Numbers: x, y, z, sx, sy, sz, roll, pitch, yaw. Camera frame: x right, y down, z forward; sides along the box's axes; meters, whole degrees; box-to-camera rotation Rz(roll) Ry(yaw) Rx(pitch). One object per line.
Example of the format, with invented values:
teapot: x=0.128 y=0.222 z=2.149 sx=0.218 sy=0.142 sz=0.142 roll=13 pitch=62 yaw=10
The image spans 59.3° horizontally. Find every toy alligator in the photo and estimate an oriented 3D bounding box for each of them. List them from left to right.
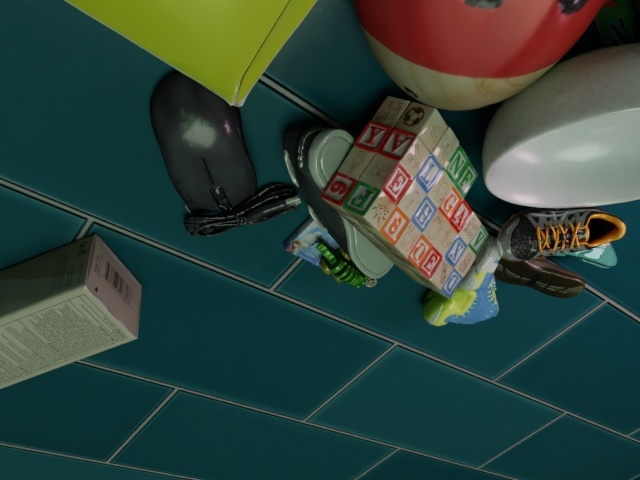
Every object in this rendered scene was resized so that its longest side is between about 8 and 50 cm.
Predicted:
toy alligator: x=0.055 y=0.058 z=0.975 sx=0.056 sy=0.051 sz=0.190 roll=-35 pitch=139 yaw=16

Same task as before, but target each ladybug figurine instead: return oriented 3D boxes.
ladybug figurine: x=0.172 y=-0.322 z=0.564 sx=0.305 sy=0.162 sz=0.449 roll=7 pitch=133 yaw=5

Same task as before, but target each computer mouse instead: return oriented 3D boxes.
computer mouse: x=-0.145 y=-0.105 z=0.790 sx=0.188 sy=0.072 sz=0.272 roll=-16 pitch=133 yaw=3

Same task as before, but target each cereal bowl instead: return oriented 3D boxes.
cereal bowl: x=0.391 y=-0.162 z=0.769 sx=0.339 sy=0.141 sz=0.339 roll=-1 pitch=165 yaw=0

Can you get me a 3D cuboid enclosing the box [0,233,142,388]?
box: x=-0.460 y=0.125 z=0.891 sx=0.311 sy=0.121 sz=0.148 roll=-19 pitch=133 yaw=5

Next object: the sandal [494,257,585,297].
sandal: x=0.384 y=0.041 z=1.040 sx=0.219 sy=0.060 sz=0.090 roll=18 pitch=145 yaw=-2

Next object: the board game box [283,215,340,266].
board game box: x=0.000 y=0.000 z=0.952 sx=0.090 sy=0.020 sz=0.090 roll=27 pitch=120 yaw=-32

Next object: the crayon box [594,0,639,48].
crayon box: x=0.541 y=-0.327 z=0.738 sx=0.318 sy=0.081 sz=0.202 roll=-33 pitch=131 yaw=17

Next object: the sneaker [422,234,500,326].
sneaker: x=0.290 y=0.079 z=1.040 sx=0.126 sy=0.091 sz=0.240 roll=10 pitch=140 yaw=-17

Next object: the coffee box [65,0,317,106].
coffee box: x=-0.110 y=-0.370 z=0.379 sx=0.338 sy=0.334 sz=0.338 roll=27 pitch=121 yaw=-31

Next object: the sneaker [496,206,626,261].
sneaker: x=0.387 y=-0.013 z=0.908 sx=0.215 sy=0.083 sz=0.084 roll=-15 pitch=103 yaw=-10

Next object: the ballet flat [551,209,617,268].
ballet flat: x=0.457 y=-0.008 z=1.011 sx=0.247 sy=0.083 sz=0.087 roll=10 pitch=115 yaw=-23

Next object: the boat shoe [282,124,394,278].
boat shoe: x=0.040 y=-0.058 z=0.865 sx=0.114 sy=0.091 sz=0.302 roll=-44 pitch=134 yaw=-20

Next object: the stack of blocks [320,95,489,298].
stack of blocks: x=0.151 y=-0.051 z=0.840 sx=0.171 sy=0.087 sz=0.297 roll=-56 pitch=137 yaw=-5
